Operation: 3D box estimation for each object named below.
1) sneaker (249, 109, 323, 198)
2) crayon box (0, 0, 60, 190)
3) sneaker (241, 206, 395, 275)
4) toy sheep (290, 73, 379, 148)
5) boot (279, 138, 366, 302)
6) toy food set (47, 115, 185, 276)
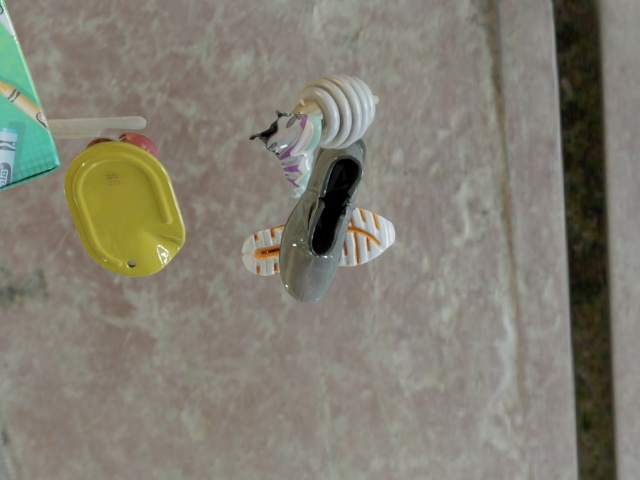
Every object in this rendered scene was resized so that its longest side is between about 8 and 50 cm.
[{"bbox_3d":[-0.040,-0.091,1.383,0.069,0.038,0.098,13,122,-4],"label":"sneaker"},{"bbox_3d":[-0.319,-0.197,1.209,0.081,0.165,0.278,-20,113,-10],"label":"crayon box"},{"bbox_3d":[0.000,0.000,1.905,0.214,0.083,0.084,-7,88,13],"label":"sneaker"},{"bbox_3d":[0.014,-0.140,1.481,0.091,0.132,0.091,22,124,36],"label":"toy sheep"},{"bbox_3d":[-0.004,-0.012,1.712,0.083,0.161,0.247,15,110,-2],"label":"boot"},{"bbox_3d":[-0.230,-0.066,1.601,0.128,0.071,0.218,-8,120,8],"label":"toy food set"}]
